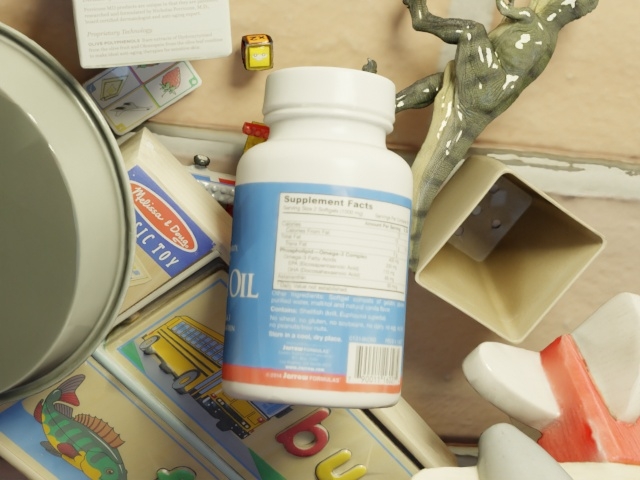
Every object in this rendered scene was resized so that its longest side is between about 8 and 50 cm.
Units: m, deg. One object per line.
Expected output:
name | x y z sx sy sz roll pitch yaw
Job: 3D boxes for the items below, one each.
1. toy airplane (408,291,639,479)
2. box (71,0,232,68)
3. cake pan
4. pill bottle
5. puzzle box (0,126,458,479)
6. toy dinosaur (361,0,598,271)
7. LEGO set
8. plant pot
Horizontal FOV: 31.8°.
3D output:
toy airplane | 0.248 0.213 0.773 0.272 0.386 0.384 -28 102 46
box | -0.115 -0.173 0.748 0.102 0.101 0.087 -7 116 -9
cake pan | -0.274 -0.012 0.766 0.293 0.054 0.293 3 106 10
pill bottle | 0.000 0.000 0.768 0.124 0.124 0.221 5 84 -12
puzzle box | -0.106 0.135 0.901 0.272 0.052 0.409 -35 116 17
toy dinosaur | 0.096 -0.121 0.816 0.118 0.064 0.268 35 91 7
LEGO set | -0.115 -0.046 0.835 0.244 0.060 0.182 -32 120 5
plant pot | 0.135 -0.005 0.875 0.109 0.096 0.109 32 106 -21
